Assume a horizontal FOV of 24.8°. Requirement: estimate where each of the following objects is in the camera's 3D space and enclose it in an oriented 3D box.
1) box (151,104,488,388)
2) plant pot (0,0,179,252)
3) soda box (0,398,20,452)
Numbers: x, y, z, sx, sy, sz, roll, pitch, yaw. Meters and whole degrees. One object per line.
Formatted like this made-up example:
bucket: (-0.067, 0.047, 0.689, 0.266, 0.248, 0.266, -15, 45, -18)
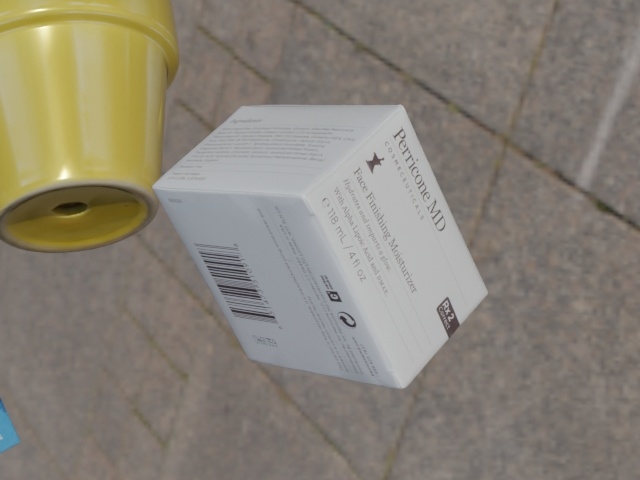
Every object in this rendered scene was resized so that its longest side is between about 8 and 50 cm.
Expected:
box: (0.000, 0.000, 1.109, 0.182, 0.119, 0.181, 5, 131, 47)
plant pot: (-0.258, -0.128, 1.443, 0.254, 0.254, 0.239, -37, 56, 46)
soda box: (-0.407, 0.141, 1.587, 0.067, 0.071, 0.210, 14, 128, 61)
